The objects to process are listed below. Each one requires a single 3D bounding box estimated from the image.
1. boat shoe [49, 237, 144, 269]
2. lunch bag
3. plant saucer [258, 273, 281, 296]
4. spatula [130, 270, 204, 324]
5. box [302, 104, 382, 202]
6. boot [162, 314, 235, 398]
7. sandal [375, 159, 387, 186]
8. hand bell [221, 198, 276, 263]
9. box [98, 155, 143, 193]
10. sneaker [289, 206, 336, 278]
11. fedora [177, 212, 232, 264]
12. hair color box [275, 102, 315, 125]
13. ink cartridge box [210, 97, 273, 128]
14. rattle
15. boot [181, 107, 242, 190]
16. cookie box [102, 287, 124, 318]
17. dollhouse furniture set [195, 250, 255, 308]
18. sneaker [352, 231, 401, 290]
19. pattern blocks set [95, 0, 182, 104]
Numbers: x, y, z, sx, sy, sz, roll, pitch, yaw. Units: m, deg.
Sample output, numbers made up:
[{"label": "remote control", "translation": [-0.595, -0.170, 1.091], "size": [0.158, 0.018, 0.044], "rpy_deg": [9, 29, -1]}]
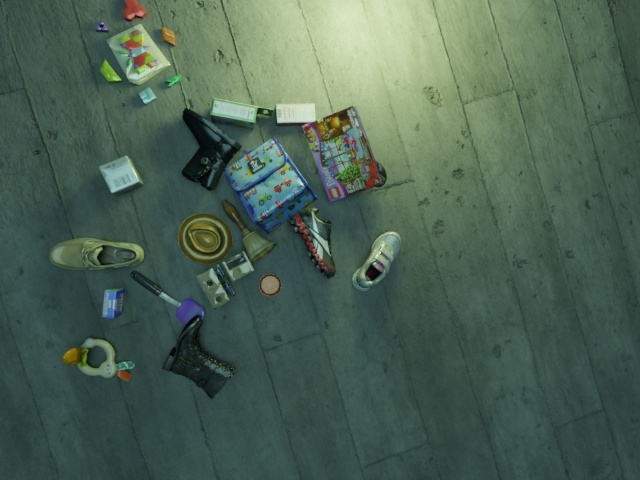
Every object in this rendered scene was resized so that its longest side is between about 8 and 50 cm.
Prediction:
[{"label": "boat shoe", "translation": [-0.757, 0.047, 1.671], "size": [0.302, 0.098, 0.109], "rpy_deg": [2, 89, -9]}, {"label": "lunch bag", "translation": [-0.187, -0.211, 1.735], "size": [0.221, 0.138, 0.293], "rpy_deg": [-35, 67, 2]}, {"label": "plant saucer", "translation": [-0.182, 0.161, 1.799], "size": [0.083, 0.013, 0.083], "rpy_deg": [0, 89, -8]}, {"label": "spatula", "translation": [-0.539, 0.197, 1.736], "size": [0.296, 0.030, 0.084], "rpy_deg": [37, 88, -6]}, {"label": "box", "translation": [0.080, -0.306, 1.774], "size": [0.201, 0.057, 0.293], "rpy_deg": [-19, 98, 14]}, {"label": "boot", "translation": [-0.398, 0.404, 1.720], "size": [0.229, 0.091, 0.263], "rpy_deg": [29, 107, -8]}, {"label": "sandal", "translation": [0.148, -0.275, 1.833], "size": [0.219, 0.060, 0.090], "rpy_deg": [27, 106, 8]}, {"label": "hand bell", "translation": [-0.276, -0.045, 1.756], "size": [0.126, 0.126, 0.242], "rpy_deg": [-37, 83, -7]}, {"label": "box", "translation": [-0.677, -0.220, 1.691], "size": [0.101, 0.087, 0.102], "rpy_deg": [-25, 92, -8]}, {"label": "sneaker", "translation": [0.000, 0.000, 1.785], "size": [0.135, 0.097, 0.276], "rpy_deg": [-29, 92, -6]}, {"label": "fedora", "translation": [-0.405, -0.007, 1.734], "size": [0.194, 0.079, 0.194], "rpy_deg": [0, 89, -8]}, {"label": "hair color box", "translation": [-0.091, -0.457, 1.804], "size": [0.141, 0.043, 0.072], "rpy_deg": [-3, 90, -10]}, {"label": "ink cartridge box", "translation": [-0.276, -0.438, 1.743], "size": [0.209, 0.109, 0.062], "rpy_deg": [8, 89, -9]}, {"label": "rattle", "translation": [-0.730, 0.411, 1.656], "size": [0.199, 0.143, 0.130], "rpy_deg": [38, 66, 0]}, {"label": "boot", "translation": [-0.424, -0.314, 1.726], "size": [0.246, 0.094, 0.207], "rpy_deg": [36, 88, -1]}, {"label": "cookie box", "translation": [-0.697, 0.209, 1.674], "size": [0.040, 0.107, 0.092], "rpy_deg": [6, 88, -9]}, {"label": "dollhouse furniture set", "translation": [-0.306, 0.130, 1.709], "size": [0.183, 0.129, 0.129], "rpy_deg": [-28, 94, 1]}, {"label": "sneaker", "translation": [0.219, 0.079, 1.810], "size": [0.103, 0.111, 0.252], "rpy_deg": [33, 85, -7]}, {"label": "pattern blocks set", "translation": [-0.638, -0.654, 1.733], "size": [0.285, 0.026, 0.325], "rpy_deg": [-45, 96, -6]}]
